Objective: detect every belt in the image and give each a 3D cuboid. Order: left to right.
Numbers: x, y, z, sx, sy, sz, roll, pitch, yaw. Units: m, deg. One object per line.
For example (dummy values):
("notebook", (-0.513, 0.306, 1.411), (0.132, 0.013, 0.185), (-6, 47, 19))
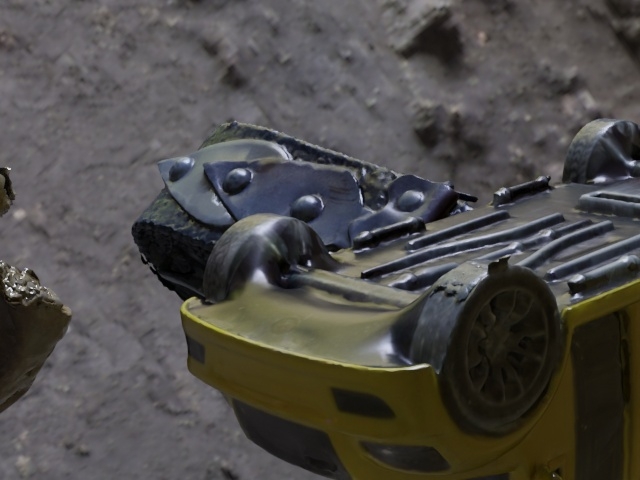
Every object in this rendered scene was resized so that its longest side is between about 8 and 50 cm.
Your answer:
("belt", (-0.001, 0.000, 0.813), (0.128, 0.218, 0.122), (-51, 138, -21))

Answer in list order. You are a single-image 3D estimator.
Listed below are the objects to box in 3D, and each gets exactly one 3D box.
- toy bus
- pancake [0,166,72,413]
("toy bus", (0.105, 0.043, 0.598), (0.330, 0.144, 0.152), (-17, 109, -38))
("pancake", (-0.356, 0.014, 0.952), (0.382, 0.382, 0.071), (38, 36, -21))
